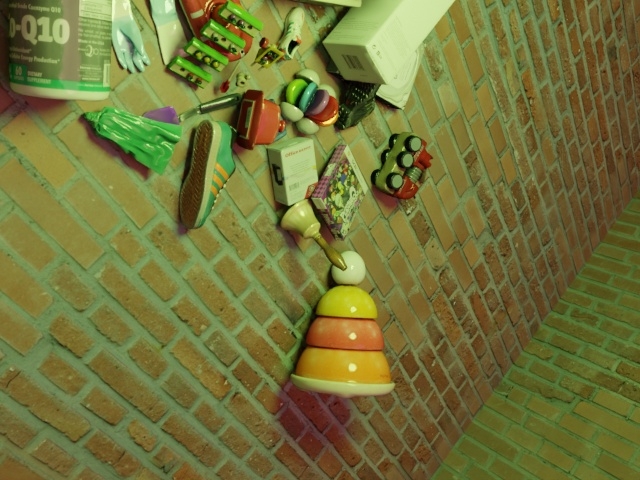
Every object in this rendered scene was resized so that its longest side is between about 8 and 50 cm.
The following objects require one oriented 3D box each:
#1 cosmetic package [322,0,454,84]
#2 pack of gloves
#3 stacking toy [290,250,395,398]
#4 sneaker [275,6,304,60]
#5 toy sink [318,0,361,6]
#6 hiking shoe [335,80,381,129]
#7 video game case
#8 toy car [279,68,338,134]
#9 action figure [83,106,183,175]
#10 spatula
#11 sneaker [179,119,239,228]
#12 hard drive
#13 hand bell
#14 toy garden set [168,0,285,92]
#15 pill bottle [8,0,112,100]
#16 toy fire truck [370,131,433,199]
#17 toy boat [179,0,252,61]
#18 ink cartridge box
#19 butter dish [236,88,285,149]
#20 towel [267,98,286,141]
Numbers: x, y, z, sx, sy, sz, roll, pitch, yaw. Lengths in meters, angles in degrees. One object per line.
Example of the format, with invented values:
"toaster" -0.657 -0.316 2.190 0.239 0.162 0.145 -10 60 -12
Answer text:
"cosmetic package" 0.203 -0.642 1.898 0.366 0.196 0.155 -51 131 -14
"pack of gloves" -0.415 -0.529 1.573 0.195 0.046 0.232 -31 124 -29
"stacking toy" 0.091 0.275 2.208 0.350 0.350 0.481 12 80 -44
"sneaker" -0.071 -0.578 1.842 0.057 0.075 0.161 24 89 -44
"toy sink" -0.016 -0.719 1.787 0.234 0.152 0.131 -8 111 -39
"hiking shoe" 0.131 -0.442 2.033 0.114 0.086 0.227 -18 156 -49
"video game case" 0.066 -0.152 2.091 0.232 0.041 0.210 -64 143 -30
"toy car" -0.018 -0.400 1.914 0.182 0.136 0.159 34 83 -44
"action figure" -0.469 -0.265 1.611 0.232 0.063 0.137 22 92 -38
"spatula" -0.333 -0.339 1.728 0.296 0.030 0.084 -29 123 -31
"sneaker" -0.291 -0.171 1.776 0.121 0.108 0.303 2 110 -48
"hard drive" 0.185 -0.584 2.081 0.338 0.064 0.237 17 93 -43
"hand bell" 0.000 0.000 1.986 0.126 0.242 0.126 -35 157 -18
"toy garden set" -0.227 -0.454 1.646 0.203 0.049 0.244 24 132 -40
"pill bottle" -0.541 -0.484 1.367 0.204 0.204 0.362 -6 109 -40
"toy fire truck" 0.314 -0.235 2.288 0.246 0.158 0.217 29 85 -34
"toy boat" -0.242 -0.563 1.642 0.151 0.151 0.231 -40 128 -24
"ink cartridge box" -0.080 -0.212 1.973 0.127 0.072 0.175 -25 121 -33
"butter dish" -0.154 -0.323 1.791 0.118 0.160 0.160 8 100 -25
"towel" -0.141 -0.345 1.891 0.067 0.029 0.120 -32 126 -13
